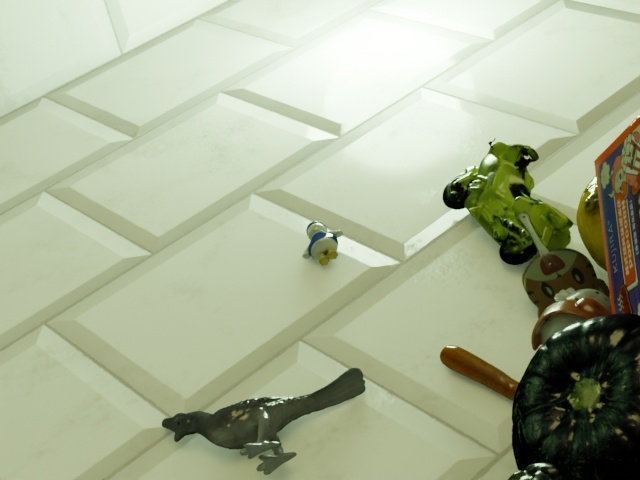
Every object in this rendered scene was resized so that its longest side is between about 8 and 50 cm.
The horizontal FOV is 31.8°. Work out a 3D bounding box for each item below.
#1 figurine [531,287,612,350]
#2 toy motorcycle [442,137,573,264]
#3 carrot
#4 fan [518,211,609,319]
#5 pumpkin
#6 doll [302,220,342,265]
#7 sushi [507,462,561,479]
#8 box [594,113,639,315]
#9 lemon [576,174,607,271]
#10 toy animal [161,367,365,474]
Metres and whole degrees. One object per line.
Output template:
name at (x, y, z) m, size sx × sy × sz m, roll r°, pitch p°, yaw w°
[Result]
figurine at (0.442, 0.155, 1.915) m, size 0.143 × 0.143 × 0.271 m, roll -2°, pitch 7°, yaw 17°
toy motorcycle at (0.386, -0.084, 2.260) m, size 0.206 × 0.142 × 0.342 m, roll -52°, pitch 35°, yaw 11°
carrot at (0.297, 0.237, 1.908) m, size 0.043 × 0.043 × 0.248 m, roll -34°, pitch 41°, yaw -28°
fan at (0.422, 0.044, 2.062) m, size 0.153 × 0.008 × 0.226 m, roll -23°, pitch 70°, yaw -15°
pumpkin at (0.431, 0.266, 1.629) m, size 0.315 × 0.238 × 0.315 m, roll -16°, pitch 58°, yaw 27°
doll at (0.000, 0.000, 2.344) m, size 0.099 × 0.057 × 0.143 m, roll -35°, pitch 33°, yaw 5°
sushi at (0.303, 0.451, 1.360) m, size 0.178 × 0.294 × 0.352 m, roll -28°, pitch 44°, yaw -18°
box at (0.639, -0.012, 1.783) m, size 0.319 × 0.257 × 0.348 m, roll -1°, pitch 72°, yaw -6°
lemon at (0.598, -0.044, 2.041) m, size 0.254 × 0.228 × 0.228 m, roll -14°, pitch 34°, yaw -2°
toy animal at (-0.096, 0.310, 1.892) m, size 0.367 × 0.081 × 0.206 m, roll -13°, pitch 23°, yaw 1°
